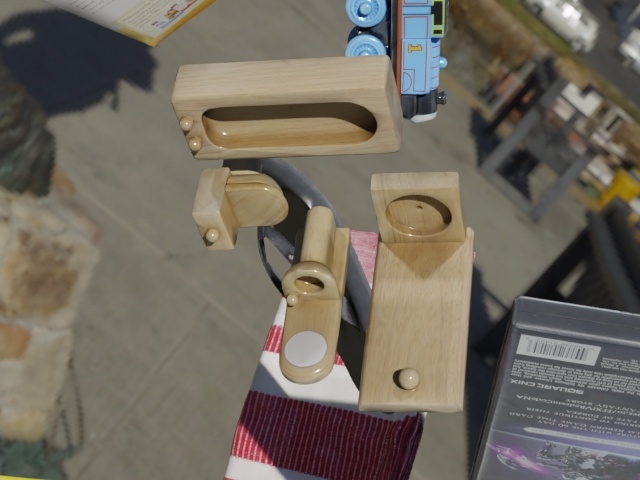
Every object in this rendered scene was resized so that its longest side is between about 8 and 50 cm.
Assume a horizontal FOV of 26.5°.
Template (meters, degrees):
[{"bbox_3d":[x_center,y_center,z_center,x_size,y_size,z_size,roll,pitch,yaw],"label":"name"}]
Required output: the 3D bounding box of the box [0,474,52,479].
[{"bbox_3d":[-0.115,0.176,0.703,0.179,0.043,0.105,12,33,-25],"label":"box"}]

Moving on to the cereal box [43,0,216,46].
[{"bbox_3d":[-0.162,-0.251,1.118,0.240,0.173,0.047,17,50,-54],"label":"cereal box"}]

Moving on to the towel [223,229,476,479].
[{"bbox_3d":[0.025,0.142,1.537,0.237,0.329,0.037,6,-20,36],"label":"towel"}]

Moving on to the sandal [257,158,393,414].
[{"bbox_3d":[0.001,0.041,1.156,0.254,0.054,0.097,61,-23,-6],"label":"sandal"}]

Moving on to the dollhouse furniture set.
[{"bbox_3d":[0.000,0.000,0.725,0.151,0.144,0.123,73,20,-50],"label":"dollhouse furniture set"}]

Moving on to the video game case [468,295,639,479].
[{"bbox_3d":[0.205,0.127,0.886,0.196,0.274,0.026,9,59,5],"label":"video game case"}]

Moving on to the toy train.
[{"bbox_3d":[0.079,-0.197,1.397,0.105,0.184,0.080,1,23,4],"label":"toy train"}]
